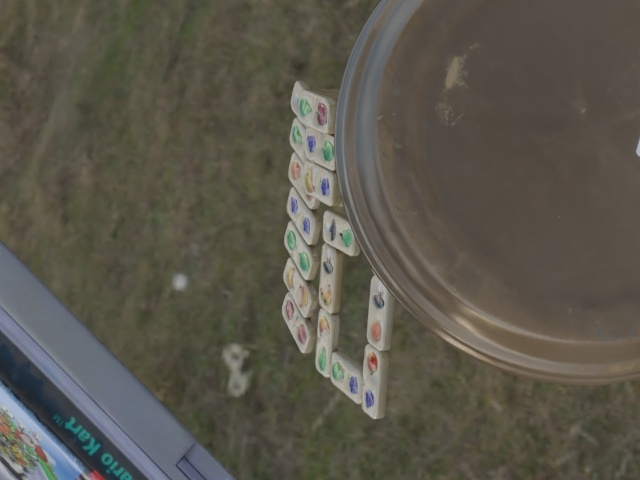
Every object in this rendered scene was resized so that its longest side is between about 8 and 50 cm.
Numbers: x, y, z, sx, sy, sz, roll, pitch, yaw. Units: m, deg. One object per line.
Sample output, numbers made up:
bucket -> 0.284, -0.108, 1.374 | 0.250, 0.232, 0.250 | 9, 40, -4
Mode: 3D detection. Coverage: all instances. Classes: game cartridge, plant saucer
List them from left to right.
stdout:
game cartridge -> -0.165, 0.101, 0.729 | 0.068, 0.355, 0.230 | -45, -1, -27
plant saucer -> 0.146, -0.059, 0.735 | 0.041, 0.278, 0.277 | 83, -161, -83

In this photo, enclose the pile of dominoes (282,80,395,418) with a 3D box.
pile of dominoes -> 0.000, 0.000, 1.103 | 0.196, 0.040, 0.251 | 30, 120, 59
